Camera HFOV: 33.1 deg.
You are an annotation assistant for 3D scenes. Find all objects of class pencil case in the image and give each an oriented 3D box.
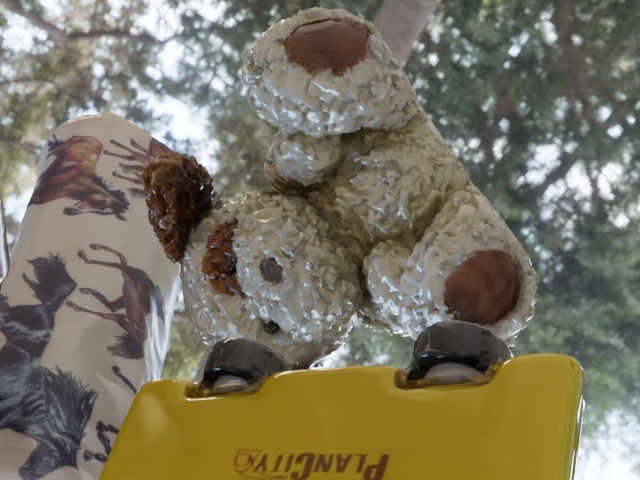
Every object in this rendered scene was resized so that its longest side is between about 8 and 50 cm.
[{"bbox_3d":[-0.199,0.089,0.892,0.159,0.183,0.410,0,-134,4],"label":"pencil case"}]

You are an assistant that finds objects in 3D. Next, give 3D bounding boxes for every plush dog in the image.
[{"bbox_3d":[0.000,0.000,0.771,0.262,0.225,0.210,57,-175,4],"label":"plush dog"}]

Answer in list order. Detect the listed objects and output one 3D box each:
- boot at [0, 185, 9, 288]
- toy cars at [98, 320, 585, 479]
[{"bbox_3d":[-0.324,0.028,0.661,0.248,0.207,0.090,7,-135,-23],"label":"boot"},{"bbox_3d":[-0.072,0.160,0.386,0.087,0.393,0.176,53,-179,-38],"label":"toy cars"}]
